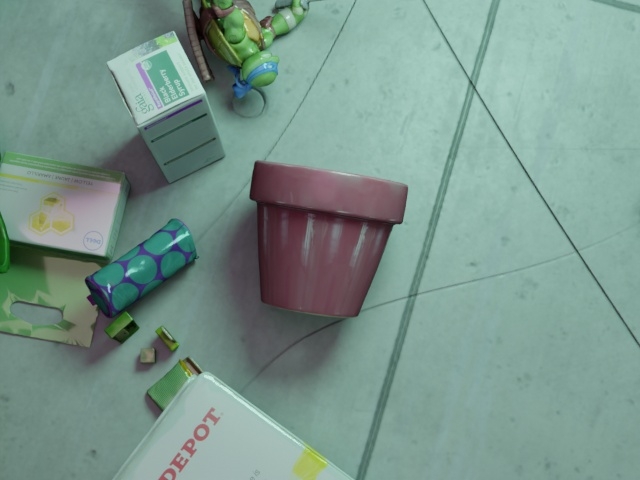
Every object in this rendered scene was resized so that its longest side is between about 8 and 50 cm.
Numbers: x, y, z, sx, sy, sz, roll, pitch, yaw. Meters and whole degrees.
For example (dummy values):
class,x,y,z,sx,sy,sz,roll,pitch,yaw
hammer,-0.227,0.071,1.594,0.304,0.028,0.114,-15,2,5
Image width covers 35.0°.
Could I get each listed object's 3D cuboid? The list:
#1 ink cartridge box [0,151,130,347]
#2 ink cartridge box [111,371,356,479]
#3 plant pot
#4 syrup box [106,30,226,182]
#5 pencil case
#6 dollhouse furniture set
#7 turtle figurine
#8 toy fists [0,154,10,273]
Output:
class,x,y,z,sx,sy,sz,roll,pitch,yaw
ink cartridge box,-0.366,0.011,1.360,0.171,0.056,0.235,11,75,2
ink cartridge box,-0.069,0.377,1.213,0.384,0.160,0.279,36,81,5
plant pot,0.000,0.000,1.302,0.201,0.201,0.180,10,92,2
syrup box,-0.192,-0.165,1.307,0.096,0.237,0.093,-27,77,-6
pencil case,-0.234,0.036,1.333,0.151,0.070,0.064,-36,107,-25
dollhouse furniture set,-0.211,0.161,1.321,0.076,0.058,0.152,-41,80,-9
turtle figurine,-0.094,-0.362,1.381,0.198,0.275,0.266,-24,70,-41
toy fists,-0.487,-0.047,1.315,0.142,0.096,0.279,-16,64,5
